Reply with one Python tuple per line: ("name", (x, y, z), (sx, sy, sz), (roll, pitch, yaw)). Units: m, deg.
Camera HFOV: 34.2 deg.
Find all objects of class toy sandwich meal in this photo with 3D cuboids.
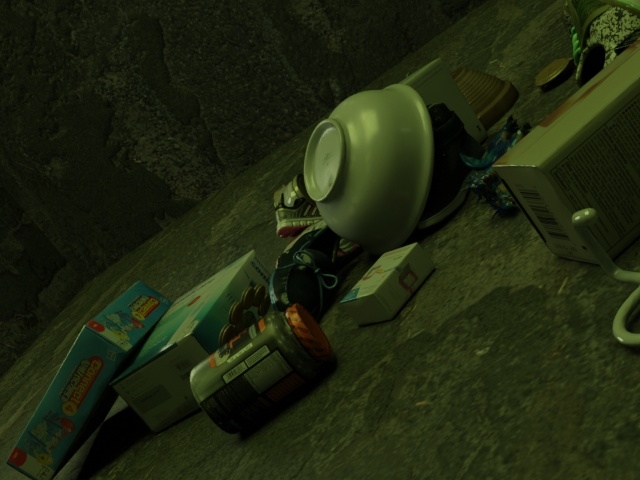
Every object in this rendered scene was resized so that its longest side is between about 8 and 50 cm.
("toy sandwich meal", (0.448, -0.317, 1.985), (0.085, 0.029, 0.085), (-39, 16, 13))

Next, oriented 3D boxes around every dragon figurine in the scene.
("dragon figurine", (0.273, -0.119, 1.631), (0.144, 0.085, 0.289), (-37, 14, 4))

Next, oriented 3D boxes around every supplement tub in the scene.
("supplement tub", (-0.083, 0.181, 1.495), (0.190, 0.117, 0.117), (-36, 13, 7))

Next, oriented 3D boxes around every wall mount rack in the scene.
("wall mount rack", (0.397, -0.054, 0.951), (0.350, 0.130, 0.304), (-42, 13, -14))

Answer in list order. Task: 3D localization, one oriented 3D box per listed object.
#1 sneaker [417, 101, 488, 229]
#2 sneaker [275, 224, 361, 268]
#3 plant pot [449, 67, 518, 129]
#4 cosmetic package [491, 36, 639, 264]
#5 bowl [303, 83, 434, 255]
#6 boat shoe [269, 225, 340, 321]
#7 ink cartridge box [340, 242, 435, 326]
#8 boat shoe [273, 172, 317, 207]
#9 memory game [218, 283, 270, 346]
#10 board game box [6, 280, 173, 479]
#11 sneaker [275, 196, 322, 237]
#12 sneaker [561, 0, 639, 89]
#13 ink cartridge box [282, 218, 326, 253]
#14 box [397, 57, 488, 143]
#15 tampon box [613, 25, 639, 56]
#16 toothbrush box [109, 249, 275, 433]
("sneaker", (0.186, -0.133, 1.756), (0.086, 0.163, 0.226), (-22, 21, 46))
("sneaker", (0.005, 0.022, 1.934), (0.178, 0.072, 0.077), (-22, -20, 7))
("plant pot", (0.277, -0.277, 2.133), (0.237, 0.110, 0.237), (-36, 11, 9))
("cosmetic package", (0.370, -0.124, 1.228), (0.296, 0.153, 0.129), (-39, 14, -9))
("bowl", (0.060, -0.128, 1.769), (0.298, 0.134, 0.298), (-26, 61, 61))
("boat shoe", (-0.023, 0.045, 1.764), (0.089, 0.109, 0.258), (-40, 22, 27))
("ink cartridge box", (0.100, 0.065, 1.541), (0.122, 0.052, 0.088), (-45, 14, -33))
("boat shoe", (-0.048, -0.088, 2.399), (0.103, 0.113, 0.302), (-38, 2, 9))
("memory game", (-0.119, 0.157, 1.631), (0.012, 0.186, 0.186), (15, 38, 19))
("board game box", (-0.418, 0.256, 1.924), (0.308, 0.086, 0.302), (-58, 0, 15))
("sneaker", (-0.023, -0.056, 2.135), (0.170, 0.075, 0.063), (-9, -22, -30))
("sneaker", (0.477, -0.345, 1.786), (0.182, 0.158, 0.410), (-55, 6, 5))
("ink cartridge box", (0.000, 0.000, 2.043), (0.135, 0.056, 0.099), (-32, 13, 28))
("box", (0.189, -0.213, 1.948), (0.119, 0.182, 0.181), (-25, 11, 47))
("tampon box", (0.528, -0.287, 1.474), (0.161, 0.101, 0.120), (-41, 12, -13))
("toothbrush box", (-0.203, 0.174, 1.839), (0.216, 0.126, 0.295), (-32, 13, 31))
